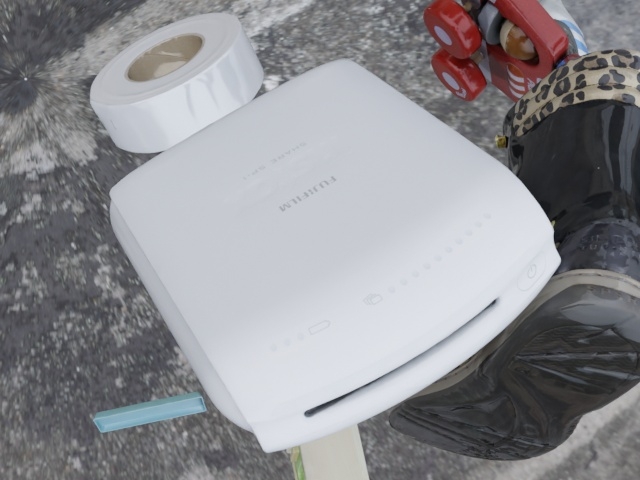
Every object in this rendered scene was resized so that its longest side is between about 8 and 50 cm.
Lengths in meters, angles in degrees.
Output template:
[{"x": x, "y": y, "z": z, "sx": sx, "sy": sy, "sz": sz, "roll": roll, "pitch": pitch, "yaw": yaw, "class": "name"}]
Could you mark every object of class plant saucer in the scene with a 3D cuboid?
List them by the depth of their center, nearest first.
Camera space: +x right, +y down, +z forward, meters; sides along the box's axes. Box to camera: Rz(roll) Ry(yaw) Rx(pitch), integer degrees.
[{"x": -0.301, "y": 0.303, "z": 1.667, "sx": 0.192, "sy": 0.067, "sz": 0.018, "roll": -12, "pitch": 59, "yaw": -6, "class": "plant saucer"}]

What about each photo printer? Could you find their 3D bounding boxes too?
[{"x": 0.000, "y": 0.000, "z": 0.689, "sx": 0.256, "sy": 0.307, "sz": 0.107, "roll": -31, "pitch": 129, "yaw": -9, "class": "photo printer"}]

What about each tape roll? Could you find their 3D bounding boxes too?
[{"x": -0.245, "y": -0.271, "z": 1.598, "sx": 0.286, "sy": 0.286, "sz": 0.100, "roll": -33, "pitch": 126, "yaw": -10, "class": "tape roll"}]

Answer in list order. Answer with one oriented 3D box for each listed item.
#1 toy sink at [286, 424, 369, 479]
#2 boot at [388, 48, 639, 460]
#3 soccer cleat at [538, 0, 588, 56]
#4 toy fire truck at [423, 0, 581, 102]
[{"x": 0.006, "y": 0.427, "z": 1.883, "sx": 0.131, "sy": 0.152, "sz": 0.234, "roll": -6, "pitch": 60, "yaw": -11, "class": "toy sink"}, {"x": 0.187, "y": 0.028, "z": 0.854, "sx": 0.138, "sy": 0.377, "sz": 0.284, "roll": 19, "pitch": 60, "yaw": -4, "class": "boot"}, {"x": 0.493, "y": -0.325, "z": 1.830, "sx": 0.116, "sy": 0.143, "sz": 0.331, "roll": -11, "pitch": 129, "yaw": 28, "class": "soccer cleat"}, {"x": 0.306, "y": -0.289, "z": 1.426, "sx": 0.169, "sy": 0.302, "sz": 0.254, "roll": -43, "pitch": 66, "yaw": -6, "class": "toy fire truck"}]
